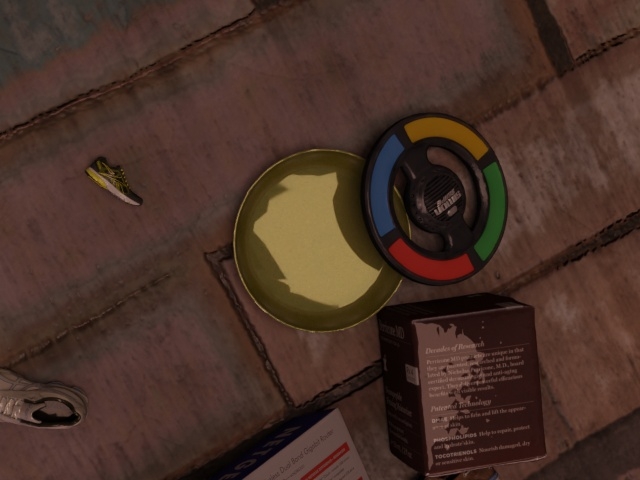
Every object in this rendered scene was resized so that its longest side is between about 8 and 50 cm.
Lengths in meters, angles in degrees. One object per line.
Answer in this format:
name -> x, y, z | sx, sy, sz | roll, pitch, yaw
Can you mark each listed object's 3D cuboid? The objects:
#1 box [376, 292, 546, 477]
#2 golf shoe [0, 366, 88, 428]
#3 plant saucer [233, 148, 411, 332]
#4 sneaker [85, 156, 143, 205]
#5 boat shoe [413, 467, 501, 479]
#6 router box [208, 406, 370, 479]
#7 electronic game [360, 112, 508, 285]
box -> 0.181, 0.184, 1.950 | 0.167, 0.168, 0.203 | -7, 95, -13
golf shoe -> -0.374, 0.199, 1.853 | 0.176, 0.086, 0.069 | 6, 93, -13
plant saucer -> 0.000, 0.000, 1.962 | 0.241, 0.037, 0.241 | -1, 93, -15
sneaker -> -0.256, -0.075, 1.895 | 0.083, 0.031, 0.035 | 36, 84, -13
boat shoe -> 0.153, 0.343, 2.011 | 0.183, 0.066, 0.066 | -28, 95, -21
router box -> -0.038, 0.413, 1.853 | 0.335, 0.082, 0.301 | -30, 99, -49
electronic game -> 0.152, -0.055, 1.966 | 0.229, 0.048, 0.229 | 3, 85, -31
